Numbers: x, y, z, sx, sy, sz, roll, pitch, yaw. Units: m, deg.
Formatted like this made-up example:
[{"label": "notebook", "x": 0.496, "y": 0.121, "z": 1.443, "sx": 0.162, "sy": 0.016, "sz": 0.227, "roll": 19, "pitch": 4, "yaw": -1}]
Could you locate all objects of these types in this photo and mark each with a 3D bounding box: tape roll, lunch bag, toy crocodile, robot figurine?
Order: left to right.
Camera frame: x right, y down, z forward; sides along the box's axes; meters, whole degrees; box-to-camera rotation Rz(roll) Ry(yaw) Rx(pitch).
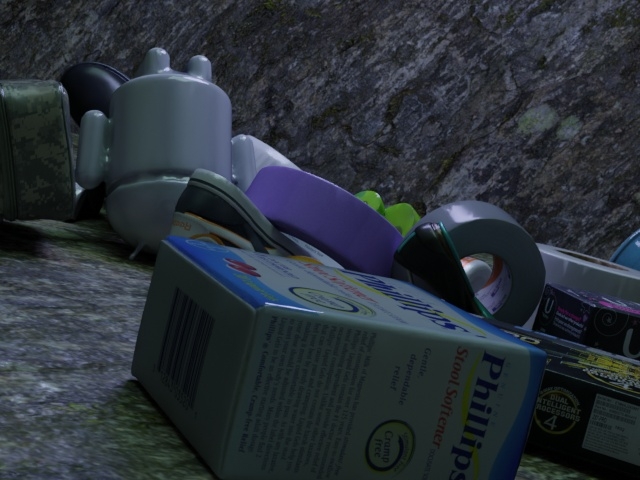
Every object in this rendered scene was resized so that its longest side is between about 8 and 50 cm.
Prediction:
[{"label": "lunch bag", "x": -0.505, "y": -0.124, "z": 1.692, "sx": 0.256, "sy": 0.213, "sz": 0.305, "roll": -5, "pitch": 11, "yaw": -20}, {"label": "robot figurine", "x": -0.240, "y": -0.126, "z": 1.870, "sx": 0.299, "sy": 0.354, "sz": 0.200, "roll": 6, "pitch": -21, "yaw": -19}, {"label": "tape roll", "x": 0.000, "y": 0.000, "z": 1.800, "sx": 0.274, "sy": 0.090, "sz": 0.275, "roll": 27, "pitch": -18, "yaw": 9}, {"label": "toy crocodile", "x": 0.022, "y": -0.003, "z": 1.993, "sx": 0.340, "sy": 0.105, "sz": 0.115, "roll": -7, "pitch": -45, "yaw": 21}, {"label": "tape roll", "x": 0.217, "y": 0.055, "z": 1.718, "sx": 0.219, "sy": 0.219, "sz": 0.072, "roll": 12, "pitch": 20, "yaw": -22}, {"label": "tape roll", "x": 0.442, "y": 0.113, "z": 2.006, "sx": 0.246, "sy": 0.169, "sz": 0.246, "roll": 16, "pitch": 6, "yaw": -2}]

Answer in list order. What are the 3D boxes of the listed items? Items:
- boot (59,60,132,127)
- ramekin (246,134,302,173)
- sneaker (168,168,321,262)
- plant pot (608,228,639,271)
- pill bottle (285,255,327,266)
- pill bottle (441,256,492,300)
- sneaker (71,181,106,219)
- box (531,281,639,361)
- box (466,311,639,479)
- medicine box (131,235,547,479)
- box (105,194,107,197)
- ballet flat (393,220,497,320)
[{"label": "boot", "x": -0.364, "y": -0.180, "z": 2.188, "sx": 0.367, "sy": 0.146, "sz": 0.445, "roll": 47, "pitch": 4, "yaw": -11}, {"label": "ramekin", "x": -0.094, "y": -0.083, "z": 2.196, "sx": 0.273, "sy": 0.127, "sz": 0.273, "roll": 38, "pitch": -5, "yaw": 4}, {"label": "sneaker", "x": -0.105, "y": 0.034, "z": 1.711, "sx": 0.126, "sy": 0.127, "sz": 0.321, "roll": 10, "pitch": -25, "yaw": 49}, {"label": "plant pot", "x": 0.682, "y": 0.132, "z": 2.109, "sx": 0.271, "sy": 0.272, "sz": 0.255, "roll": 11, "pitch": 23, "yaw": -31}, {"label": "pill bottle", "x": -0.036, "y": 0.081, "z": 1.407, "sx": 0.117, "sy": 0.117, "sz": 0.215, "roll": 16, "pitch": 7, "yaw": 8}, {"label": "pill bottle", "x": 0.178, "y": 0.064, "z": 2.025, "sx": 0.221, "sy": 0.121, "sz": 0.121, "roll": 20, "pitch": 8, "yaw": 36}, {"label": "sneaker", "x": -0.476, "y": -0.100, "z": 2.092, "sx": 0.163, "sy": 0.086, "sz": 0.226, "roll": 17, "pitch": 6, "yaw": 4}, {"label": "box", "x": 0.448, "y": 0.164, "z": 1.699, "sx": 0.247, "sy": 0.142, "sz": 0.163, "roll": 13, "pitch": 6, "yaw": -17}, {"label": "box", "x": 0.235, "y": 0.165, "z": 1.406, "sx": 0.394, "sy": 0.097, "sz": 0.318, "roll": 16, "pitch": 3, "yaw": 17}, {"label": "medicine box", "x": 0.007, "y": 0.115, "z": 1.074, "sx": 0.289, "sy": 0.149, "sz": 0.263, "roll": 11, "pitch": 8, "yaw": -27}, {"label": "box", "x": -0.446, "y": -0.114, "z": 2.504, "sx": 0.207, "sy": 0.036, "sz": 0.114, "roll": 18, "pitch": 7, "yaw": 26}, {"label": "ballet flat", "x": 0.191, "y": 0.098, "z": 1.644, "sx": 0.280, "sy": 0.096, "sz": 0.095, "roll": 56, "pitch": 8, "yaw": -18}]
